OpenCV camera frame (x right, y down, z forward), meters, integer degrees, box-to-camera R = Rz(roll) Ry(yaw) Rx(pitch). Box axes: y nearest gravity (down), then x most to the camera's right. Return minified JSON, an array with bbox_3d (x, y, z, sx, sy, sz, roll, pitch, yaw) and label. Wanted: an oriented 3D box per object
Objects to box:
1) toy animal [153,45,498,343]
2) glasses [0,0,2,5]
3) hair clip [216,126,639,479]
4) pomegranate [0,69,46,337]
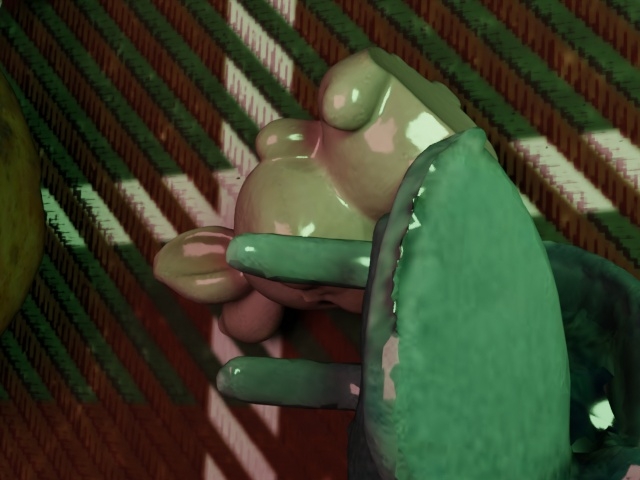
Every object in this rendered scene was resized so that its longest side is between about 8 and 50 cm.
[{"bbox_3d":[0.000,0.001,0.714,0.212,0.124,0.124,-48,59,25],"label":"toy animal"},{"bbox_3d":[-0.252,-0.265,0.885,0.162,0.095,0.256,1,86,35],"label":"glasses"},{"bbox_3d":[0.076,0.140,0.541,0.238,0.392,0.319,-9,76,60],"label":"hair clip"},{"bbox_3d":[-0.311,-0.029,0.823,0.281,0.281,0.281,-7,78,33],"label":"pomegranate"}]
